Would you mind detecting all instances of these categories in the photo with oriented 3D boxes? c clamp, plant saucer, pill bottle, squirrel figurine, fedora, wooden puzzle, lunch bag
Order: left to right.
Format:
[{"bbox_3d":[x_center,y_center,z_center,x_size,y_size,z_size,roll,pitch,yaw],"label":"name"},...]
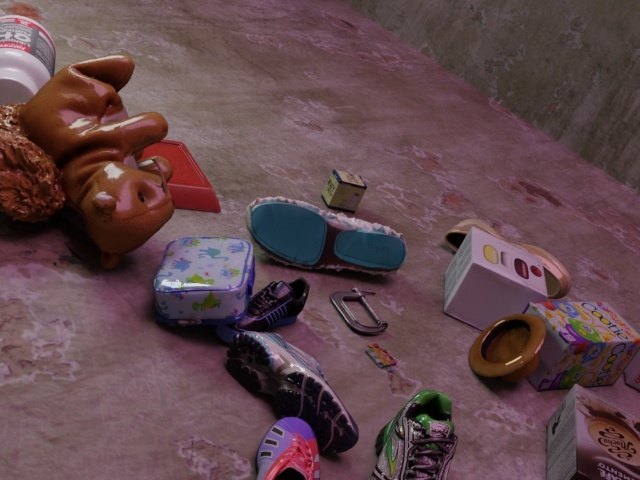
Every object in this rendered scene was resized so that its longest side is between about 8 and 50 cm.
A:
[{"bbox_3d":[-0.674,-0.358,2.017,0.176,0.176,0.318,14,29,-22],"label":"pill bottle"},{"bbox_3d":[-0.466,-0.119,1.742,0.396,0.281,0.370,-10,53,-22],"label":"squirrel figurine"},{"bbox_3d":[-0.373,-0.165,2.078,0.259,0.048,0.258,6,33,-36],"label":"plant saucer"},{"bbox_3d":[-0.207,0.073,1.693,0.176,0.090,0.219,-2,26,2],"label":"lunch bag"},{"bbox_3d":[0.092,0.145,1.951,0.137,0.022,0.161,9,30,-30],"label":"c clamp"},{"bbox_3d":[0.120,0.232,1.837,0.049,0.006,0.083,-4,39,-45],"label":"wooden puzzle"},{"bbox_3d":[0.408,0.239,1.955,0.079,0.194,0.194,56,17,-22],"label":"fedora"}]

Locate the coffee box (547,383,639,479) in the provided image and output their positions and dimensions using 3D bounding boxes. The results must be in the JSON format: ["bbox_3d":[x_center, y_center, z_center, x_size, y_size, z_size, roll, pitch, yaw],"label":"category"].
[{"bbox_3d":[0.523,0.421,1.722,0.168,0.119,0.297,27,26,1],"label":"coffee box"}]

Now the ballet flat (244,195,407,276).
[{"bbox_3d":[0.000,0.000,2.053,0.408,0.147,0.147,16,28,-26],"label":"ballet flat"}]

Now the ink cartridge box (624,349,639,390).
[{"bbox_3d":[0.850,0.308,2.169,0.219,0.160,0.092,27,26,4],"label":"ink cartridge box"}]

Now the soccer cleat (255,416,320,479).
[{"bbox_3d":[-0.045,0.349,1.356,0.108,0.116,0.318,25,27,-2],"label":"soccer cleat"}]

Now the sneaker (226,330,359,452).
[{"bbox_3d":[-0.026,0.243,1.579,0.283,0.110,0.122,40,27,26],"label":"sneaker"}]

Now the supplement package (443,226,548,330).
[{"bbox_3d":[0.408,0.103,2.163,0.194,0.149,0.203,24,26,-3],"label":"supplement package"}]

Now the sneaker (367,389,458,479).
[{"bbox_3d":[0.147,0.359,1.476,0.134,0.146,0.343,23,27,-5],"label":"sneaker"}]

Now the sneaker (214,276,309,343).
[{"bbox_3d":[-0.107,0.125,1.737,0.081,0.090,0.232,37,28,21],"label":"sneaker"}]

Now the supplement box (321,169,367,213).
[{"bbox_3d":[0.060,-0.124,2.341,0.083,0.083,0.056,11,30,-27],"label":"supplement box"}]

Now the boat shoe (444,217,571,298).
[{"bbox_3d":[0.470,0.059,2.348,0.341,0.122,0.110,29,29,29],"label":"boat shoe"}]

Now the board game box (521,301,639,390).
[{"bbox_3d":[0.570,0.233,2.076,0.275,0.142,0.144,3,34,-38],"label":"board game box"}]
